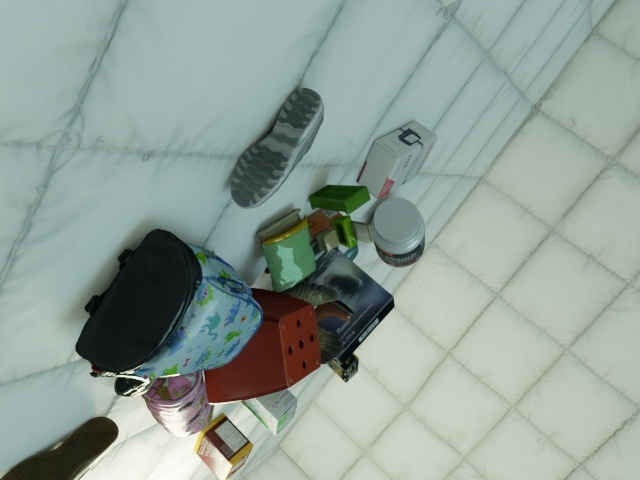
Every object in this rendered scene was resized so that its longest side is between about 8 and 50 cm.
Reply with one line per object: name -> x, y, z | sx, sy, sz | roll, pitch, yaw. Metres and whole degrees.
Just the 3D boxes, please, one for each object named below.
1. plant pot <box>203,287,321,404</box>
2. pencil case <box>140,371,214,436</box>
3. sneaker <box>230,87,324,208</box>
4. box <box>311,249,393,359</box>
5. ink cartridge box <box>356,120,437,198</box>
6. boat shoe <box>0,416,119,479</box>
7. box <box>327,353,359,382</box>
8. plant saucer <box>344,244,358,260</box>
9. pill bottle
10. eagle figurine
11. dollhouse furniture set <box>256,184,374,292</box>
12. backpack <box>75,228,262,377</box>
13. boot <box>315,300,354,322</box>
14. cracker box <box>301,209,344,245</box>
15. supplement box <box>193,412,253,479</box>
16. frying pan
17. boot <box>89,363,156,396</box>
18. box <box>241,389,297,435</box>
plant pot -> -0.148, 0.280, 1.524 | 0.267, 0.235, 0.267 | -15, 100, -61
pencil case -> -0.395, 0.434, 1.575 | 0.386, 0.160, 0.167 | 96, 5, -59
sneaker -> -0.075, -0.176, 1.178 | 0.281, 0.105, 0.115 | -51, 162, 3
box -> 0.060, 0.232, 2.014 | 0.296, 0.294, 0.183 | -47, 161, -8
ink cartridge box -> 0.245, -0.258, 1.779 | 0.237, 0.100, 0.172 | -32, 155, -41
boat shoe -> -0.630, 0.563, 1.332 | 0.341, 0.121, 0.110 | -30, 153, -49
box -> 0.010, 0.401, 2.196 | 0.079, 0.322, 0.257 | -44, 161, -13
plant saucer -> 0.118, 0.068, 2.266 | 0.119, 0.021, 0.119 | -44, 162, -18
pill bottle -> 0.307, -0.030, 2.212 | 0.210, 0.210, 0.363 | -48, 162, -5
eagle figurine -> -0.075, 0.229, 1.712 | 0.225, 0.226, 0.298 | -55, -152, -15
dollhouse furniture set -> 0.000, 0.000, 1.509 | 0.301, 0.151, 0.198 | -35, 120, -34
backpack -> -0.280, 0.149, 1.182 | 0.290, 0.273, 0.355 | -56, 175, -1
boot -> -0.045, 0.310, 1.869 | 0.096, 0.264, 0.280 | 18, 91, -78
cracker box -> -0.030, 0.015, 1.734 | 0.155, 0.067, 0.232 | -30, 153, -43
supplement box -> -0.411, 0.876, 2.364 | 0.129, 0.194, 0.191 | -31, 155, -43
frying pan -> -0.030, 0.050, 1.641 | 0.197, 0.053, 0.326 | -49, 162, 4
boot -> -0.453, 0.291, 1.281 | 0.236, 0.085, 0.178 | -35, 150, 28
box -> -0.219, 0.655, 2.318 | 0.127, 0.231, 0.262 | -40, 161, -27
